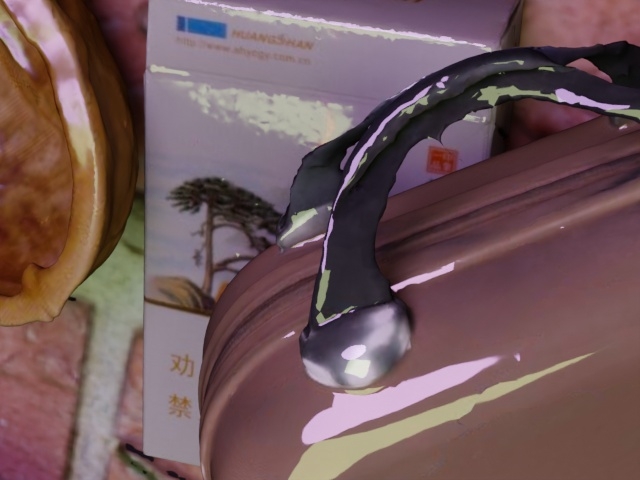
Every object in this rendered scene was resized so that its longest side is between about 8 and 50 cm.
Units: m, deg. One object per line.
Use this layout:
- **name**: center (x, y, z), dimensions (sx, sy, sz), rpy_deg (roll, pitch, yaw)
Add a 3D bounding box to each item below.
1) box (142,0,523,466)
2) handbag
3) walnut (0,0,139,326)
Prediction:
- **box**: center (0.000, -0.001, 0.724), dimensions (0.149, 0.067, 0.233), rpy_deg (9, 118, 9)
- **handbag**: center (0.096, 0.049, 0.620), dimensions (0.302, 0.149, 0.283), rpy_deg (-21, 121, 6)
- **walnut**: center (-0.146, -0.067, 0.715), dimensions (0.167, 0.087, 0.211), rpy_deg (-32, 88, 36)
